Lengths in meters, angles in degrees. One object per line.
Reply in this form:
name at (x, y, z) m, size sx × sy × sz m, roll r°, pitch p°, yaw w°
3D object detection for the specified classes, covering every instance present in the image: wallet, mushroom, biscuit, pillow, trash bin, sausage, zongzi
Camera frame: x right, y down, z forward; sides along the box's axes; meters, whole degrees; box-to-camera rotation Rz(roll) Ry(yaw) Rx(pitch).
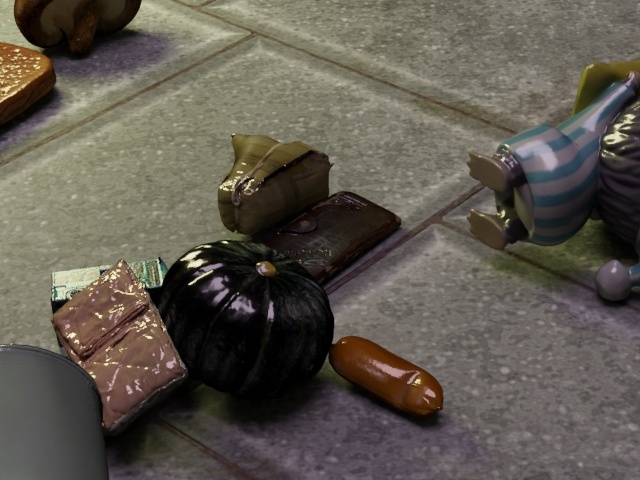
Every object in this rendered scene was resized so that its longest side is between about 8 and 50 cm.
wallet at (0.000, 0.000, 2.130) m, size 0.122 × 0.031 × 0.232 m, roll 25°, pitch 42°, yaw 30°
mushroom at (-0.424, -0.428, 2.636) m, size 0.231 × 0.194 × 0.138 m, roll -12°, pitch 35°, yaw -34°
biscuit at (-0.583, -0.244, 2.496) m, size 0.262 × 0.052 × 0.277 m, roll 11°, pitch 37°, yaw 26°
pillow at (-0.241, 0.120, 1.804) m, size 0.126 × 0.043 × 0.232 m, roll -36°, pitch 42°, yaw -1°
trash bin at (-0.319, 0.269, 1.553) m, size 0.217 × 0.277 × 0.263 m, roll -8°, pitch 42°, yaw -8°
sausage at (0.081, 0.166, 1.865) m, size 0.183 × 0.054 × 0.062 m, roll 25°, pitch 74°, yaw 30°
zongzi at (-0.107, -0.092, 2.206) m, size 0.197 × 0.099 × 0.194 m, roll 25°, pitch 36°, yaw 30°

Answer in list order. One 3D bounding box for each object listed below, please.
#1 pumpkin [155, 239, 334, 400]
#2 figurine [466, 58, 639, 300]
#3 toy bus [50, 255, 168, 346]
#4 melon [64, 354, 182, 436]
pumpkin at (-0.090, 0.095, 1.854) m, size 0.220 × 0.162 × 0.220 m, roll 18°, pitch 26°, yaw -9°
figurine at (0.446, -0.049, 1.992) m, size 0.361 × 0.266 × 0.377 m, roll -26°, pitch 40°, yaw -23°
toy bus at (-0.267, 0.077, 1.986) m, size 0.160 × 0.079 × 0.092 m, roll -8°, pitch 34°, yaw -7°
melon at (-0.248, 0.167, 1.870) m, size 0.118 × 0.064 × 0.209 m, roll 27°, pitch 41°, yaw 37°
